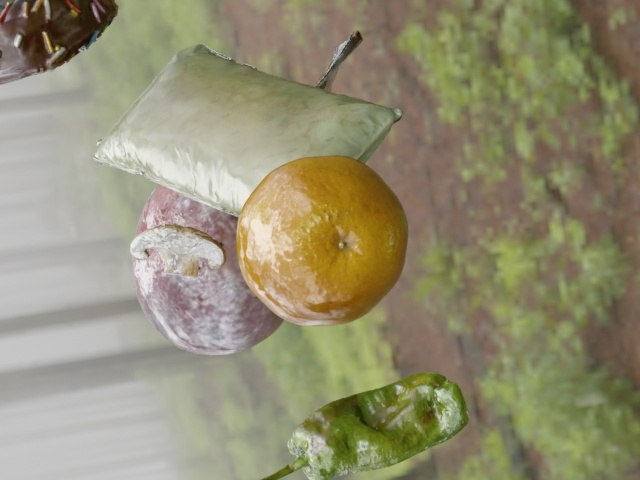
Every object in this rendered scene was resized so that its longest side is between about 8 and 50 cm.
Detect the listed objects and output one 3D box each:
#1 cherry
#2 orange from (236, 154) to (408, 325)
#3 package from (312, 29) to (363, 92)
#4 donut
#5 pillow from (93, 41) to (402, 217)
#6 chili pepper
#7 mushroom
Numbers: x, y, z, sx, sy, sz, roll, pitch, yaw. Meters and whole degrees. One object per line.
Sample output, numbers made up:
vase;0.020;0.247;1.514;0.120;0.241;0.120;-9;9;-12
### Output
cherry;-0.143;0.041;2.226;0.236;0.213;0.285;19;134;38
orange;0.000;0.000;1.534;0.136;0.159;0.159;-162;64;-73
package;-0.017;-0.148;1.981;0.030;0.154;0.239;37;163;6
donut;-0.353;-0.259;1.935;0.235;0.235;0.089;-116;5;-58
pillow;-0.083;-0.110;1.732;0.302;0.185;0.075;21;152;36
chili pepper;0.027;0.169;1.475;0.073;0.204;0.072;88;161;-54
mushroom;-0.134;0.009;1.588;0.019;0.101;0.049;-16;-71;-64
